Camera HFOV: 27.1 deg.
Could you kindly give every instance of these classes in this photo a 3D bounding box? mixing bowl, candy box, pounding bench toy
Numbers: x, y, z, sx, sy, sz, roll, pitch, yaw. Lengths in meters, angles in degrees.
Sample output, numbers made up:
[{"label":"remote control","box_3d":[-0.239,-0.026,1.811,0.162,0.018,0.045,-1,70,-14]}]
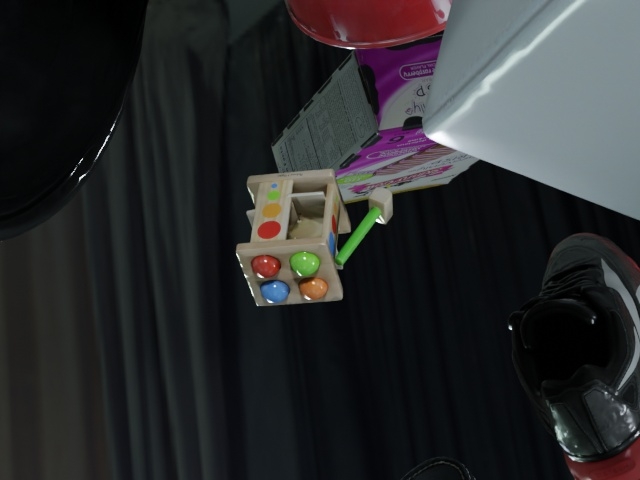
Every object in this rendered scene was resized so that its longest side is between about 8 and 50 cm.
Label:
[{"label":"mixing bowl","box_3d":[0.041,-0.216,0.810,0.182,0.181,0.098,-15,138,17]},{"label":"candy box","box_3d":[0.070,-0.094,1.073,0.159,0.071,0.233,-12,171,-19]},{"label":"pounding bench toy","box_3d":[0.000,0.000,0.768,0.083,0.065,0.052,-5,139,12]}]

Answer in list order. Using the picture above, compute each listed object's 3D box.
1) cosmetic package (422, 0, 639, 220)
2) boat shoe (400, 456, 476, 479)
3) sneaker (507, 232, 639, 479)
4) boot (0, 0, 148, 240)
[{"label":"cosmetic package","box_3d":[0.280,-0.207,0.509,0.330,0.393,0.327,21,159,-11]},{"label":"boat shoe","box_3d":[0.065,0.317,1.277,0.114,0.302,0.091,21,144,22]},{"label":"sneaker","box_3d":[0.214,0.068,1.080,0.098,0.276,0.135,-26,121,24]},{"label":"boot","box_3d":[-0.109,-0.157,0.511,0.131,0.347,0.260,16,-177,-12]}]
